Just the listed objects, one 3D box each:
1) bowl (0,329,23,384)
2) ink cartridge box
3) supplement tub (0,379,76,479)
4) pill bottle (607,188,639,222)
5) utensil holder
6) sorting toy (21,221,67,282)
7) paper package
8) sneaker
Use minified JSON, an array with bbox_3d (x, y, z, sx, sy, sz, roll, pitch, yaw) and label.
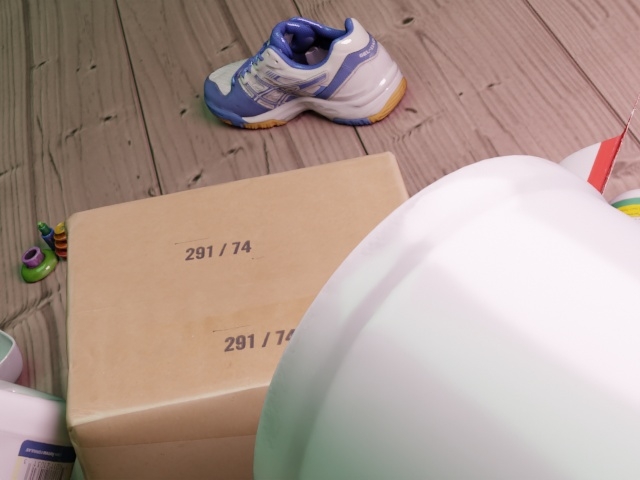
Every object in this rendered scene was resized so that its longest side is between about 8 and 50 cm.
[{"bbox_3d":[-0.405,0.163,1.600,0.142,0.053,0.142,14,57,45],"label":"bowl"},{"bbox_3d":[0.207,-0.014,1.220,0.056,0.225,0.181,19,54,10],"label":"ink cartridge box"},{"bbox_3d":[-0.353,0.269,1.203,0.235,0.235,0.325,10,82,43],"label":"supplement tub"},{"bbox_3d":[0.258,0.067,1.165,0.117,0.117,0.208,-2,46,35],"label":"pill bottle"},{"bbox_3d":[0.200,0.176,0.855,0.327,0.327,0.385,-43,51,-14],"label":"utensil holder"},{"bbox_3d":[-0.332,0.005,1.739,0.102,0.042,0.061,-30,36,4],"label":"sorting toy"},{"bbox_3d":[-0.055,0.093,1.257,0.325,0.168,0.309,-11,38,-1],"label":"paper package"},{"bbox_3d":[-0.037,-0.215,1.703,0.296,0.131,0.112,0,48,38],"label":"sneaker"}]
